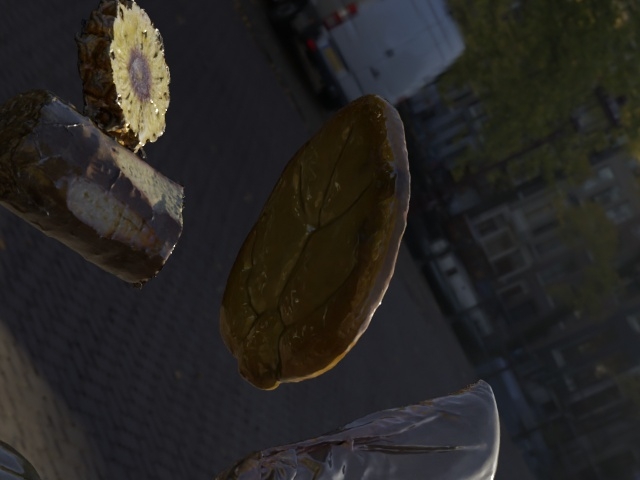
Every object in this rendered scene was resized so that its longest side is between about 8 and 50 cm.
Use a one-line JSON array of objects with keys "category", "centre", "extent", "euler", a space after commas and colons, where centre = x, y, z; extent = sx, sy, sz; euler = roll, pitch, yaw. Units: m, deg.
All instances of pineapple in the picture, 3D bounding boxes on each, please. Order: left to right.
[{"category": "pineapple", "centre": [-0.236, -0.200, 1.453], "extent": [0.221, 0.047, 0.221], "euler": [-2, 90, -72]}]

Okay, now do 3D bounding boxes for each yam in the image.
[{"category": "yam", "centre": [-0.253, -0.059, 1.234], "extent": [0.238, 0.128, 0.129], "euler": [38, -3, -37]}]

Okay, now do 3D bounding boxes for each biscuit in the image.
[{"category": "biscuit", "centre": [-0.005, -0.002, 0.954], "extent": [0.041, 0.260, 0.203], "euler": [26, -5, -30]}]

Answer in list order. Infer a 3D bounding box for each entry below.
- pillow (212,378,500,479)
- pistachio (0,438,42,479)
[{"category": "pillow", "centre": [0.021, 0.201, 0.777], "extent": [0.270, 0.067, 0.173], "euler": [-9, 105, -42]}, {"category": "pistachio", "centre": [-0.232, 0.153, 0.616], "extent": [0.136, 0.226, 0.136], "euler": [12, 90, -78]}]
